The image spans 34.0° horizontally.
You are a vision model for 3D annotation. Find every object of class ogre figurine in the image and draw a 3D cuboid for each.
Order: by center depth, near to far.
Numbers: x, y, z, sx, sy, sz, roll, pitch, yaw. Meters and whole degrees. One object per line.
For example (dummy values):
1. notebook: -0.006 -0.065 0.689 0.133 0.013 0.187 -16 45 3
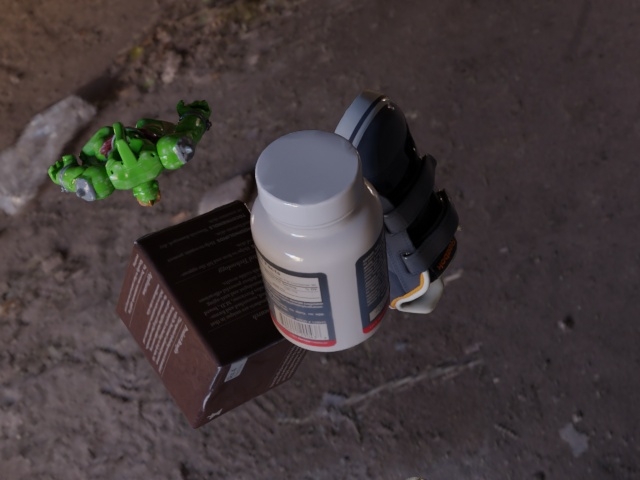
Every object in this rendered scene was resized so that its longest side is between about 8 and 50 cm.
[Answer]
1. ogre figurine: -0.217 -0.097 1.199 0.197 0.096 0.118 -5 26 -9

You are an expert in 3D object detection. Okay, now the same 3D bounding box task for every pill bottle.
1. pill bottle: 0.000 0.000 0.853 0.108 0.180 0.108 -3 51 4

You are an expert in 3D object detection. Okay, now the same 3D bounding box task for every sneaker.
1. sneaker: 0.087 -0.032 1.122 0.127 0.321 0.126 26 65 20

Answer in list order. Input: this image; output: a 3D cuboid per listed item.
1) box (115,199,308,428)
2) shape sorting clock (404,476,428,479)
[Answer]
1. box: -0.132 0.092 1.336 0.167 0.168 0.203 -24 67 -34
2. shape sorting clock: 0.070 0.323 0.976 0.040 0.206 0.206 14 35 -17
